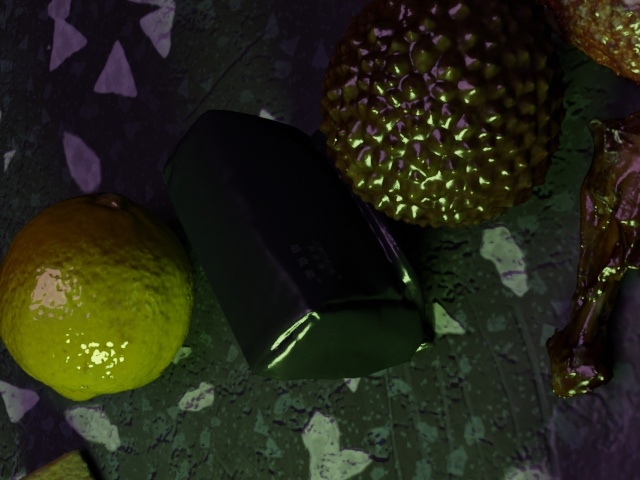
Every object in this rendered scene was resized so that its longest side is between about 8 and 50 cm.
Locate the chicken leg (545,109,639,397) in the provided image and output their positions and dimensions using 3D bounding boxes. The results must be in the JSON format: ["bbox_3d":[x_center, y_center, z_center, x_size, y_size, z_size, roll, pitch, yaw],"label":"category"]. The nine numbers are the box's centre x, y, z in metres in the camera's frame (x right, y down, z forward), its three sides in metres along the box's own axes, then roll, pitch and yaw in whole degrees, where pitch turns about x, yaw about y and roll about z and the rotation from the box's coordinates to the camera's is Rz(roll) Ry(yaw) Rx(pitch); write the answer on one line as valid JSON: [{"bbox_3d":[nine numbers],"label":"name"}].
[{"bbox_3d":[0.289,0.019,0.891,0.113,0.093,0.304,35,117,52],"label":"chicken leg"}]

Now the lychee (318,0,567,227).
[{"bbox_3d":[0.128,-0.148,0.889,0.267,0.267,0.267,-3,85,37],"label":"lychee"}]

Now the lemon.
[{"bbox_3d":[-0.308,0.077,1.227,0.293,0.293,0.293,-3,85,37],"label":"lemon"}]

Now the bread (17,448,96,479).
[{"bbox_3d":[-0.382,0.468,1.359,0.178,0.142,0.266,-45,62,9],"label":"bread"}]

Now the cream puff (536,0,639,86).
[{"bbox_3d":[0.316,-0.269,0.839,0.240,0.164,0.240,-5,83,43],"label":"cream puff"}]

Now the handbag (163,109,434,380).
[{"bbox_3d":[0.001,-0.002,0.993,0.178,0.275,0.302,-51,54,31],"label":"handbag"}]
